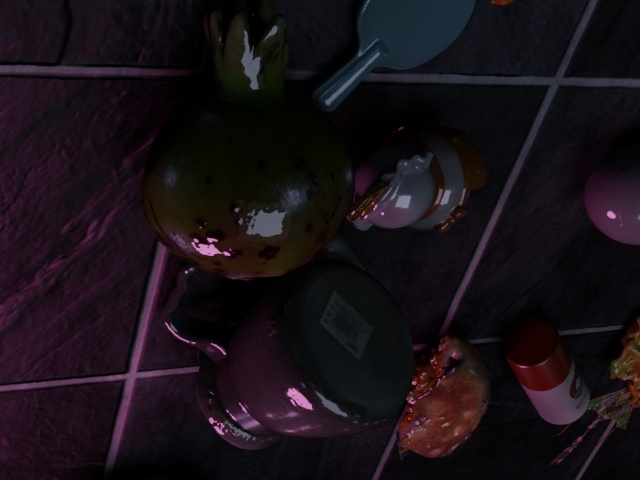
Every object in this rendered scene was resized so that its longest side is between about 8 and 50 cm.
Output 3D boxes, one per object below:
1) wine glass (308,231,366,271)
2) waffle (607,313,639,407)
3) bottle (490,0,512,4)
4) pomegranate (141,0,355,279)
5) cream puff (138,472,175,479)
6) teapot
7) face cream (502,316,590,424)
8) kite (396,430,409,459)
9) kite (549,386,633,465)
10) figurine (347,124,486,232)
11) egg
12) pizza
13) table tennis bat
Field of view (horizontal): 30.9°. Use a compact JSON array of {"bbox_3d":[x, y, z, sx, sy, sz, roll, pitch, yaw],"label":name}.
[{"bbox_3d":[0.000,0.000,1.526,0.074,0.074,0.262,-32,140,4],"label":"wine glass"},{"bbox_3d":[0.620,0.195,2.066,0.291,0.051,0.291,-16,138,-15],"label":"waffle"},{"bbox_3d":[0.205,-0.346,1.295,0.069,0.069,0.187,-20,139,-10],"label":"bottle"},{"bbox_3d":[-0.095,-0.098,1.275,0.242,0.242,0.306,-25,121,-5],"label":"pomegranate"},{"bbox_3d":[-0.269,0.511,1.737,0.323,0.270,0.274,-16,132,-17],"label":"cream puff"},{"bbox_3d":[-0.073,0.162,1.517,0.305,0.223,0.285,16,149,-35],"label":"teapot"},{"bbox_3d":[0.375,0.218,1.920,0.096,0.096,0.214,-32,138,4],"label":"face cream"},{"bbox_3d":[0.160,0.334,1.987,0.090,0.004,0.122,11,125,-36],"label":"kite"},{"bbox_3d":[0.518,0.348,2.194,0.198,0.006,0.244,23,117,-42],"label":"kite"},{"bbox_3d":[0.116,-0.064,1.435,0.143,0.143,0.271,-62,171,32],"label":"figurine"},{"bbox_3d":[0.468,-0.068,1.653,0.198,0.146,0.146,-11,136,-28],"label":"egg"},{"bbox_3d":[0.194,0.247,1.859,0.161,0.086,0.305,-13,141,-12],"label":"pizza"},{"bbox_3d":[0.081,-0.240,1.359,0.237,0.038,0.149,-44,138,10],"label":"table tennis bat"}]
